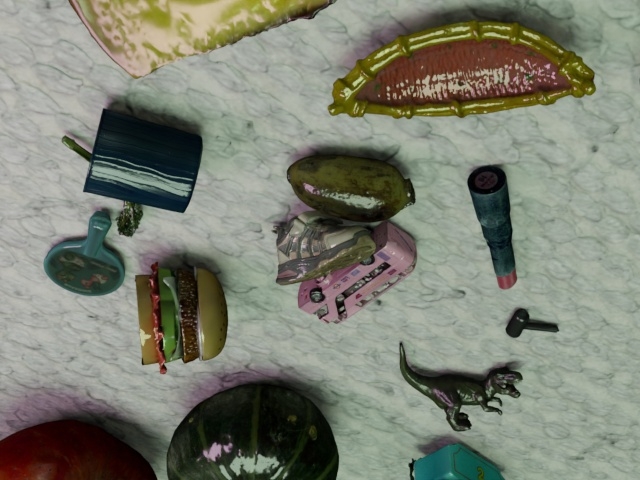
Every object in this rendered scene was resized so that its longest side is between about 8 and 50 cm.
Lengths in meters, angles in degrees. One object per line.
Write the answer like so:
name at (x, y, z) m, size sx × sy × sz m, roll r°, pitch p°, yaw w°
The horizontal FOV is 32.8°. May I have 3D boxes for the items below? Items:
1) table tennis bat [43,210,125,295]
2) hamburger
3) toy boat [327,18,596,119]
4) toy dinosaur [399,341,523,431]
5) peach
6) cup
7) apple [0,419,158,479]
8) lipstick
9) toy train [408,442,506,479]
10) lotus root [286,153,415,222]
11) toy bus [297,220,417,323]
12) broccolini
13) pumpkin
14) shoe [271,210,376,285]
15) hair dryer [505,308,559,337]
table tennis bat at (-0.350, 0.022, 1.649) m, size 0.124 × 0.033 × 0.201 m, roll 16°, pitch 141°, yaw -13°
hamburger at (-0.208, 0.116, 1.644) m, size 0.136 × 0.175 × 0.175 m, roll -3°, pitch 138°, yaw -9°
toy boat at (0.167, -0.200, 1.316) m, size 0.317 × 0.099 × 0.141 m, roll -3°, pitch 133°, yaw 12°
toy dinosaur at (0.234, 0.220, 1.821) m, size 0.187 × 0.087 × 0.179 m, roll -19°, pitch 97°, yaw 3°
peach at (-0.078, -0.352, 1.071) m, size 0.380 × 0.242 × 0.306 m, roll -17°, pitch 113°, yaw 40°
cup at (-0.236, -0.105, 1.459) m, size 0.138 × 0.150 × 0.114 m, roll 14°, pitch 96°, yaw -12°
apple at (-0.473, 0.484, 1.979) m, size 0.329 × 0.295 × 0.365 m, roll 44°, pitch 132°, yaw -2°
lipstick at (0.250, -0.006, 1.550) m, size 0.053 × 0.053 × 0.234 m, roll -6°, pitch 138°, yaw 12°
toy train at (0.259, 0.466, 1.974) m, size 0.112 × 0.163 × 0.203 m, roll -31°, pitch 128°, yaw 30°
lotus root at (0.041, -0.070, 1.476) m, size 0.179 × 0.081 × 0.089 m, roll 7°, pitch 138°, yaw 1°
toy bus at (0.055, 0.051, 1.620) m, size 0.090 × 0.063 × 0.203 m, roll 32°, pitch 130°, yaw -27°
broccolini at (-0.299, -0.082, 1.536) m, size 0.052 × 0.054 × 0.194 m, roll -31°, pitch 126°, yaw -6°
pumpkin at (-0.112, 0.378, 1.888) m, size 0.300 × 0.207 × 0.300 m, roll 3°, pitch 124°, yaw 4°
shoe at (0.000, 0.000, 1.537) m, size 0.089 × 0.092 × 0.180 m, roll -8°, pitch 169°, yaw -45°
hair dryer at (0.337, 0.135, 1.712) m, size 0.083 × 0.026 × 0.047 m, roll 9°, pitch 138°, yaw -10°
